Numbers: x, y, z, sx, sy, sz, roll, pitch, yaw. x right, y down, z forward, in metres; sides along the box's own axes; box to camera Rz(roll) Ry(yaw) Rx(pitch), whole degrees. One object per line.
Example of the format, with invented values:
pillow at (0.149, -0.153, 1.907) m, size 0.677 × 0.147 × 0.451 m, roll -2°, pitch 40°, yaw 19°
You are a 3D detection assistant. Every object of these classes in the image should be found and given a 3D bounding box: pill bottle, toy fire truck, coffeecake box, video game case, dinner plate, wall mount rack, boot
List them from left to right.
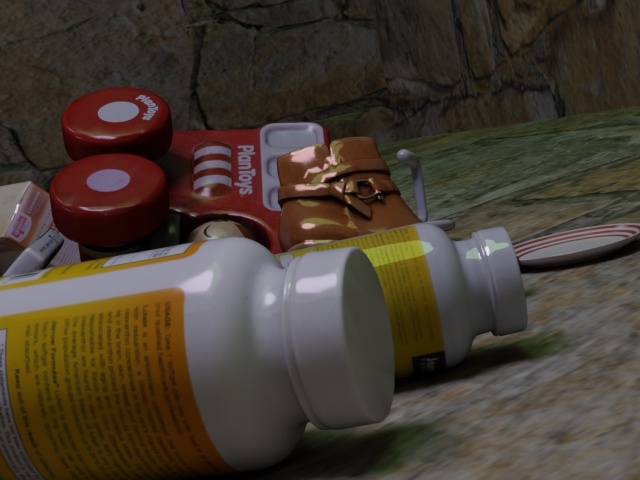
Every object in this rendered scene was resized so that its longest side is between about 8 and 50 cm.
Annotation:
video game case at (-0.292, 0.075, 1.245) m, size 0.190 × 0.022 × 0.173 m, roll -50°, pitch 7°, yaw 2°
coffeecake box at (-0.279, 0.017, 1.531) m, size 0.185 × 0.068 × 0.142 m, roll 35°, pitch -24°, yaw -33°
pill bottle at (-0.087, 0.073, 0.852) m, size 0.245 × 0.136 × 0.136 m, roll -10°, pitch 7°, yaw 17°
toy fire truck at (-0.102, -0.017, 1.311) m, size 0.254 × 0.169 × 0.302 m, roll -4°, pitch 34°, yaw -3°
wall mount rack at (-0.037, -0.044, 1.654) m, size 0.350 × 0.130 × 0.304 m, roll -10°, pitch -5°, yaw 28°
pill bottle at (0.043, 0.045, 0.996) m, size 0.184 × 0.103 × 0.103 m, roll -12°, pitch 6°, yaw -1°
boot at (0.061, -0.020, 1.226) m, size 0.197 × 0.152 × 0.073 m, roll -4°, pitch -33°, yaw -14°
dinner plate at (0.234, 0.007, 1.359) m, size 0.141 × 0.017 × 0.141 m, roll -11°, pitch 6°, yaw 1°
